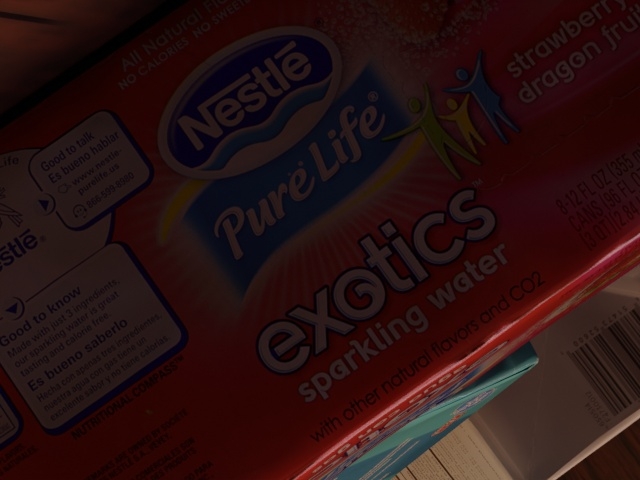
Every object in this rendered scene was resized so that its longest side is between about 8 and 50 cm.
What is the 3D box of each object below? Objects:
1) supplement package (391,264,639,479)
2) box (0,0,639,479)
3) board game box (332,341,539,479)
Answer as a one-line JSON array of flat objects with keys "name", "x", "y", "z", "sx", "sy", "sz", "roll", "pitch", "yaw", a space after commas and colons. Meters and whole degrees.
[{"name": "supplement package", "x": 0.101, "y": 0.061, "z": 1.150, "sx": 0.177, "sy": 0.175, "sz": 0.293, "roll": -34, "pitch": 172, "yaw": -17}, {"name": "box", "x": -0.016, "y": 0.005, "z": 0.569, "sx": 0.257, "sy": 0.128, "sz": 0.122, "roll": -35, "pitch": 171, "yaw": -3}, {"name": "board game box", "x": -0.094, "y": 0.124, "z": 0.921, "sx": 0.336, "sy": 0.079, "sz": 0.254, "roll": -21, "pitch": 166, "yaw": -26}]
